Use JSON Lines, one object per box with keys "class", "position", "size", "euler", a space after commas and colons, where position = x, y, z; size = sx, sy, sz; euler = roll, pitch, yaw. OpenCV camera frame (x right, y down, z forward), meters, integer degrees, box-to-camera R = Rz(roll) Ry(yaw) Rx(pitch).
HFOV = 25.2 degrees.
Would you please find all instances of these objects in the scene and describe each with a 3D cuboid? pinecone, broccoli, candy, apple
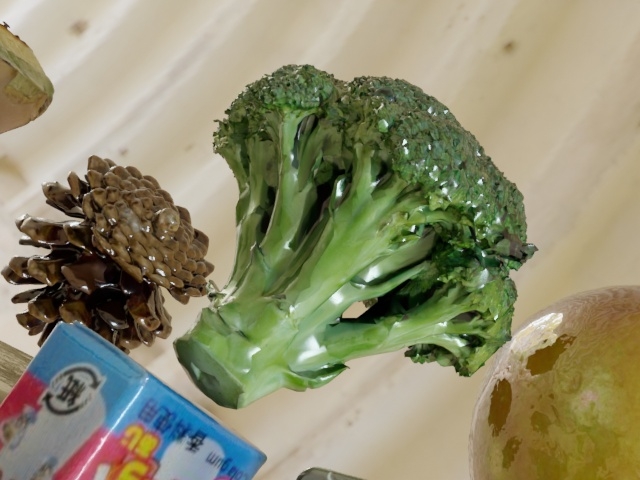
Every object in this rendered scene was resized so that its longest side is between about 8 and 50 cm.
{"class": "pinecone", "position": [-0.278, 0.035, 1.786], "size": [0.264, 0.264, 0.264], "euler": [51, -8, 10]}
{"class": "broccoli", "position": [0.000, 0.000, 1.021], "size": [0.269, 0.269, 0.254], "euler": [41, -15, 53]}
{"class": "candy", "position": [-0.183, 0.222, 0.934], "size": [0.100, 0.306, 0.157], "euler": [28, -11, 39]}
{"class": "apple", "position": [0.333, 0.244, 1.489], "size": [0.374, 0.374, 0.384], "euler": [43, -12, 46]}

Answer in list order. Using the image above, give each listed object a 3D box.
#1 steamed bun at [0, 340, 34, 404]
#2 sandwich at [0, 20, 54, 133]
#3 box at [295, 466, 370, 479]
{"class": "steamed bun", "position": [-0.279, 0.168, 1.163], "size": [0.232, 0.145, 0.232], "euler": [29, 0, 0]}
{"class": "sandwich", "position": [-0.372, -0.141, 1.304], "size": [0.108, 0.186, 0.220], "euler": [56, 9, 30]}
{"class": "box", "position": [0.021, 0.217, 0.944], "size": [0.089, 0.122, 0.062], "euler": [11, -5, 28]}
